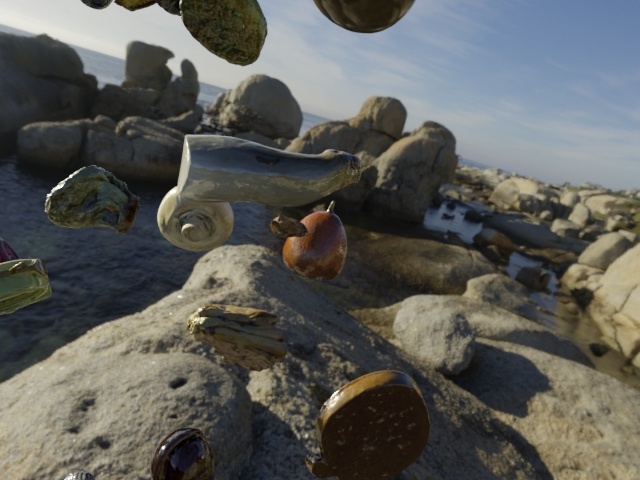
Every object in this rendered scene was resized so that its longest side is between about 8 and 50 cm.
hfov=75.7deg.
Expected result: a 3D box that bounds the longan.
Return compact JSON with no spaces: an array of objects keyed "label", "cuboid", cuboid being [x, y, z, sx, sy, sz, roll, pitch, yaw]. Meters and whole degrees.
[{"label":"longan","cuboid":[0.119,-0.775,1.148,0.360,0.361,0.361,15,16,-4]}]

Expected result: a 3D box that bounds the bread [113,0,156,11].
[{"label":"bread","cuboid":[-0.628,-0.921,1.414,0.251,0.174,0.133,-35,70,-20]}]

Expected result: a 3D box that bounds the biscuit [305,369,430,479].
[{"label":"biscuit","cuboid":[0.123,0.500,1.074,0.350,0.395,0.070,-20,32,-11]}]

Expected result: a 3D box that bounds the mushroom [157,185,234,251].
[{"label":"mushroom","cuboid":[-0.409,-0.067,1.356,0.246,0.246,0.202,11,24,-17]}]

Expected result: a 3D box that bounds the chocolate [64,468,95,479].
[{"label":"chocolate","cuboid":[-0.549,0.610,0.958,0.167,0.072,0.072,45,29,27]}]

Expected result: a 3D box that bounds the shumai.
[{"label":"shumai","cuboid":[-0.713,-0.093,1.298,0.260,0.222,0.225,-22,19,41]}]

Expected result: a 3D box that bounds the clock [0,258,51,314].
[{"label":"clock","cuboid":[-0.882,0.134,1.139,0.235,0.096,0.308,-22,-5,-38]}]

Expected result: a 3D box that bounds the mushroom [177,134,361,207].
[{"label":"mushroom","cuboid":[-0.097,-0.150,0.893,0.396,0.126,0.177,6,43,-12]}]

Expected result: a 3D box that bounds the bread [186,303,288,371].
[{"label":"bread","cuboid":[-0.317,0.348,1.552,0.369,0.314,0.192,24,58,-17]}]

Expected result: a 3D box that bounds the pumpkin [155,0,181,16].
[{"label":"pumpkin","cuboid":[-0.449,-0.840,1.320,0.220,0.221,0.162,3,41,-38]}]

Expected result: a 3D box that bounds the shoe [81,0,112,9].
[{"label":"shoe","cuboid":[-0.379,-0.472,0.705,0.063,0.143,0.071,9,8,-32]}]

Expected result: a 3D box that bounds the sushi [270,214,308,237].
[{"label":"sushi","cuboid":[-0.085,-0.037,1.088,0.118,0.062,0.060,-2,-8,-43]}]

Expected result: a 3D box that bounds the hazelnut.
[{"label":"hazelnut","cuboid":[-0.369,0.620,1.126,0.170,0.160,0.202,-39,93,-32]}]

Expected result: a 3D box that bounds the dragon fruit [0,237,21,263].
[{"label":"dragon fruit","cuboid":[-1.307,0.121,1.556,0.330,0.302,0.240,28,21,-36]}]

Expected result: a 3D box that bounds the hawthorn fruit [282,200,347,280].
[{"label":"hawthorn fruit","cuboid":[0.000,0.000,1.238,0.199,0.251,0.199,23,11,-4]}]

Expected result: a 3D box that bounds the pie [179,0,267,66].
[{"label":"pie","cuboid":[-0.279,-0.640,1.208,0.276,0.079,0.277,18,-24,8]}]
